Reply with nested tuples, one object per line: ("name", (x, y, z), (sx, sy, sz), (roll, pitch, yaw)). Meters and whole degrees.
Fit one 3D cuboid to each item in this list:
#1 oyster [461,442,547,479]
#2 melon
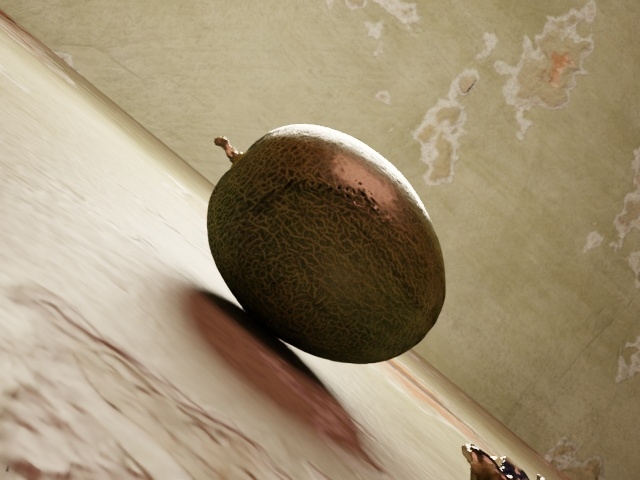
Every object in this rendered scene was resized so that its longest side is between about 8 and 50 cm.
("oyster", (0.135, 0.171, 0.411), (0.148, 0.051, 0.103), (52, 1, -30))
("melon", (0.000, 0.000, 0.508), (0.192, 0.139, 0.139), (45, -1, -13))
